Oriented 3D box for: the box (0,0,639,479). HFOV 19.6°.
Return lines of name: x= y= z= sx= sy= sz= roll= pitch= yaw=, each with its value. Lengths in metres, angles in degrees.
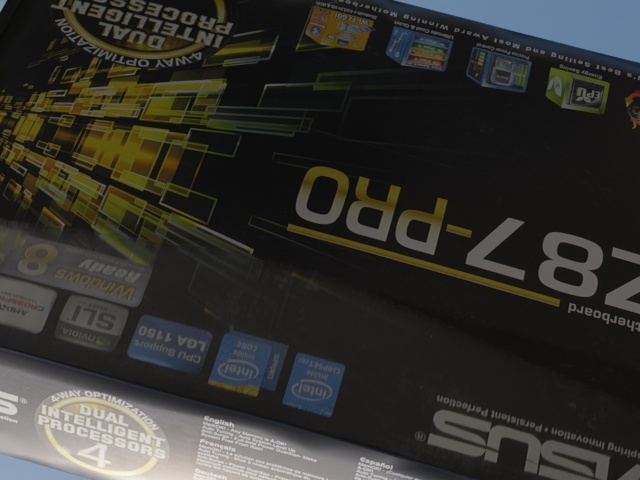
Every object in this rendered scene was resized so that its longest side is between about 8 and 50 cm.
box: x=0.000 y=0.000 z=0.943 sx=0.097 sy=0.394 sz=0.318 roll=103 pitch=5 yaw=-47
